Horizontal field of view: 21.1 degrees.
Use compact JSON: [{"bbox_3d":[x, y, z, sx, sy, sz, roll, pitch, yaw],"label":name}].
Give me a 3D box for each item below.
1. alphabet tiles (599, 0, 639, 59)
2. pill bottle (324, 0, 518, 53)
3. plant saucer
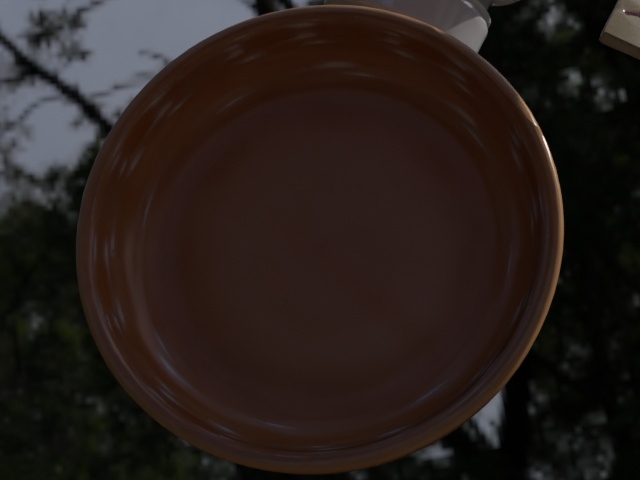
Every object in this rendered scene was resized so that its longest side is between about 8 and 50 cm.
[{"bbox_3d":[0.332,-0.084,0.944,0.342,0.285,0.011,25,-46,7],"label":"alphabet tiles"},{"bbox_3d":[0.077,-0.185,0.858,0.108,0.193,0.108,24,-8,4],"label":"pill bottle"},{"bbox_3d":[0.000,0.000,0.706,0.200,0.200,0.037,-11,-20,5],"label":"plant saucer"}]
